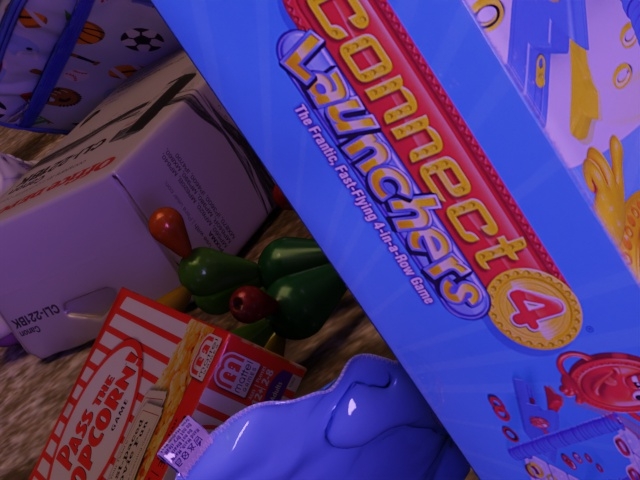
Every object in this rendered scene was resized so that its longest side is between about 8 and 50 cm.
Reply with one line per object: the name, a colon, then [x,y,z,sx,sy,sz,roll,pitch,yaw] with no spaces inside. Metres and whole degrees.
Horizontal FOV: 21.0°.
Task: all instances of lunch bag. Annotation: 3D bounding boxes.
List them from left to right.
lunch bag: [-0.184,-0.179,1.515,0.303,0.243,0.115,135,138,-59]

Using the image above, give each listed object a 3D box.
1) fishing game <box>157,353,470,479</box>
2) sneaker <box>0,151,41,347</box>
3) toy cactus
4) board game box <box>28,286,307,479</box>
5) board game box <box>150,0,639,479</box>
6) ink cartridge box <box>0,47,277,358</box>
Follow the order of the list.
fishing game: [-0.020,0.104,0.627,0.264,0.189,0.041,-34,58,-11]
sneaker: [-0.244,-0.035,1.454,0.114,0.152,0.305,-32,15,18]
toy cactus: [0.000,0.000,1.010,0.180,0.112,0.219,-14,16,28]
board game box: [-0.087,0.107,0.849,0.147,0.045,0.193,-65,21,-5]
board game box: [0.116,-0.058,0.566,0.086,0.302,0.308,-20,23,40]
ink cartridge box: [-0.122,-0.050,1.322,0.197,0.114,0.273,-20,22,40]
